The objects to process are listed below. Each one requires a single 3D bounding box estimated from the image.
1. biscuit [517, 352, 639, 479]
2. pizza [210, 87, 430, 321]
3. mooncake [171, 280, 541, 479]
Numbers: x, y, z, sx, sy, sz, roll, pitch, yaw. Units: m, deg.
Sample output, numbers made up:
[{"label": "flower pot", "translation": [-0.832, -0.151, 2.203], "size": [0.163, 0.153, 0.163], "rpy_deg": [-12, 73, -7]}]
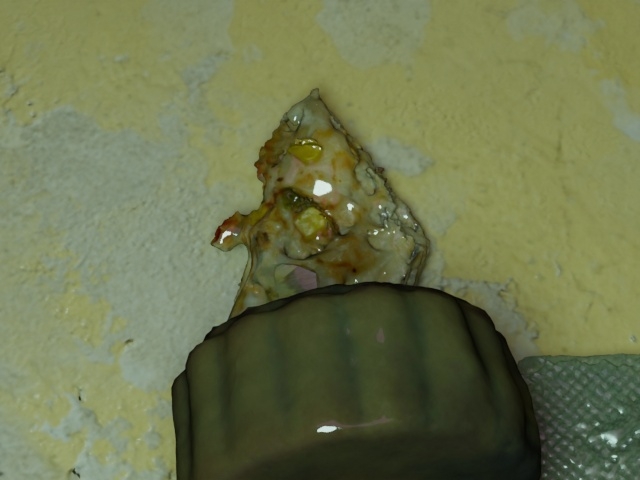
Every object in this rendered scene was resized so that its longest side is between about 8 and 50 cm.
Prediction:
[{"label": "biscuit", "translation": [0.293, 0.165, 1.643], "size": [0.252, 0.052, 0.150], "rpy_deg": [-1, 62, 2]}, {"label": "pizza", "translation": [0.000, 0.000, 1.732], "size": [0.189, 0.071, 0.297], "rpy_deg": [10, 63, 8]}, {"label": "mooncake", "translation": [0.026, 0.149, 1.538], "size": [0.290, 0.290, 0.161], "rpy_deg": [-9, 57, -2]}]
